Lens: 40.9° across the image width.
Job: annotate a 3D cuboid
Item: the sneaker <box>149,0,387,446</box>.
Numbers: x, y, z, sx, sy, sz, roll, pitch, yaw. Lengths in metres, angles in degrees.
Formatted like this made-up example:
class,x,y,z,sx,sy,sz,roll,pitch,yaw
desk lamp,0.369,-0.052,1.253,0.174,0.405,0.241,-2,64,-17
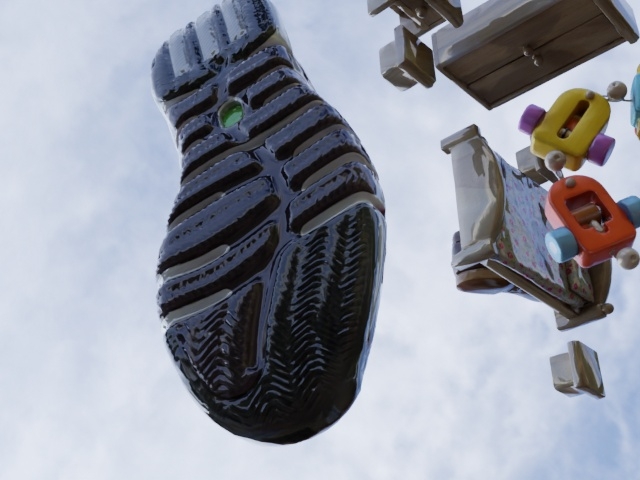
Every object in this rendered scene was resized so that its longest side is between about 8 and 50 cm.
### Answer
class,x,y,z,sx,sy,sz,roll,pitch,yaw
sneaker,0.000,0.000,0.439,0.106,0.281,0.162,-26,-46,14

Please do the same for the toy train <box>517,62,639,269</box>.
class,x,y,z,sx,sy,sz,roll,pitch,yaw
toy train,0.190,-0.045,0.519,0.166,0.125,0.046,-26,-32,-11

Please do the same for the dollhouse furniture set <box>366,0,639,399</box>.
class,x,y,z,sx,sy,sz,roll,pitch,yaw
dollhouse furniture set,0.204,-0.077,0.771,0.173,0.356,0.303,-26,-37,35

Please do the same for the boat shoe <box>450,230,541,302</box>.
class,x,y,z,sx,sy,sz,roll,pitch,yaw
boat shoe,0.248,0.029,1.028,0.206,0.073,0.073,11,-120,-28
